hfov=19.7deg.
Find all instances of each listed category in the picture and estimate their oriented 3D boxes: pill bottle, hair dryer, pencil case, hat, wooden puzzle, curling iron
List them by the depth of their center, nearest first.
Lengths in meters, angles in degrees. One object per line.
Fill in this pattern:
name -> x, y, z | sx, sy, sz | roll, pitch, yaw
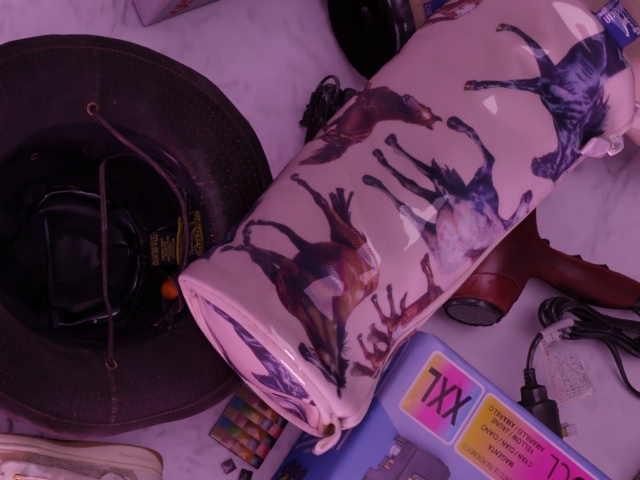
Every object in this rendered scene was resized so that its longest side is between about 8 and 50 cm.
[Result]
pencil case -> 0.074, -0.030, 1.387 | 0.183, 0.160, 0.410 | 37, 67, 16
hat -> -0.194, 0.000, 1.395 | 0.331, 0.134, 0.331 | 7, 79, -38
wooden puzzle -> -0.058, 0.151, 1.480 | 0.049, 0.006, 0.083 | 37, 68, -9
curling iron -> 0.000, 0.000, 1.514 | 0.035, 0.068, 0.274 | 9, 80, -20
pill bottle -> 0.124, -0.220, 1.571 | 0.219, 0.123, 0.123 | -21, 86, -23
hair dryer -> 0.191, 0.028, 1.583 | 0.223, 0.080, 0.294 | -21, 91, -40

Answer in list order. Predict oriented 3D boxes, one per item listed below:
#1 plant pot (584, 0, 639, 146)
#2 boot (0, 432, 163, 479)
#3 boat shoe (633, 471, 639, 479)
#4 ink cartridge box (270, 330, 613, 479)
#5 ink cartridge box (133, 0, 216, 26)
plant pot -> 0.413, -0.246, 1.528 | 0.333, 0.305, 0.334 | 10, 76, -43
boot -> -0.211, 0.230, 1.347 | 0.213, 0.077, 0.165 | 5, 60, -24
boat shoe -> 0.310, 0.239, 1.547 | 0.113, 0.103, 0.302 | 31, 69, -12
ink cartridge box -> 0.051, 0.308, 1.412 | 0.270, 0.151, 0.395 | 38, 69, -9
ink cartridge box -> -0.043, -0.328, 1.491 | 0.270, 0.198, 0.197 | -24, 88, -24
